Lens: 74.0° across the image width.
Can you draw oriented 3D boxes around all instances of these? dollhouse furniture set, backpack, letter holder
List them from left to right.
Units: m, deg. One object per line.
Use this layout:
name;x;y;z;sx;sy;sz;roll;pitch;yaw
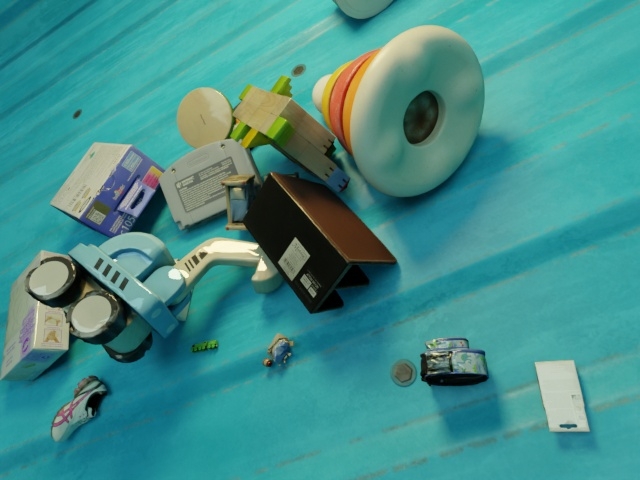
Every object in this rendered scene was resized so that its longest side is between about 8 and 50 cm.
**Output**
dollhouse furniture set;-0.151;-0.105;1.117;0.184;0.129;0.129;-2;107;3
letter holder;0.000;0.000;0.994;0.301;0.215;0.152;50;119;29
backpack;0.249;0.225;0.791;0.115;0.105;0.084;-7;65;21

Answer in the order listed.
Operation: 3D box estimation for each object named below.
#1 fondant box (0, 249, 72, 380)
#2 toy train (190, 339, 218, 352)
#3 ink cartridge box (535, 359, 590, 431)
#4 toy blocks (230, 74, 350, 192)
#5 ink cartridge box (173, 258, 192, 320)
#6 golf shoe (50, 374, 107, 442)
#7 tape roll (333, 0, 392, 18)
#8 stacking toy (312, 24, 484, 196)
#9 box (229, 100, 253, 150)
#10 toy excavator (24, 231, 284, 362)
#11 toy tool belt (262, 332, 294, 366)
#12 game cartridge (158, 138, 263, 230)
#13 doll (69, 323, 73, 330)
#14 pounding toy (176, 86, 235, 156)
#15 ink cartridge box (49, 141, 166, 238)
fondant box;-0.876;0.231;1.315;0.238;0.096;0.330;-36;56;26
toy train;-0.299;0.272;1.092;0.084;0.017;0.023;-15;52;20
ink cartridge box;0.416;0.268;0.734;0.063;0.029;0.114;-10;64;21
toy blocks;-0.061;-0.258;1.086;0.190;0.261;0.381;-53;35;4
ink cartridge box;-0.472;0.142;1.193;0.218;0.092;0.158;-5;65;25
golf shoe;-0.651;0.464;1.143;0.086;0.067;0.186;25;79;31
tape roll;0.114;-0.824;1.271;0.246;0.246;0.169;-35;57;8
stacking toy;0.111;-0.336;1.043;0.350;0.351;0.480;-49;40;-2
box;-0.257;-0.345;1.346;0.233;0.044;0.159;-42;56;3
toy excavator;-0.364;0.085;1.026;0.433;0.222;0.445;32;65;17
toy tool belt;-0.096;0.260;0.977;0.051;0.052;0.083;20;77;41
game cartridge;-0.320;-0.172;1.238;0.298;0.062;0.197;-21;86;16
doll;-0.767;0.193;1.342;0.129;0.046;0.188;-2;66;24
pounding toy;-0.330;-0.339;1.307;0.183;0.110;0.236;2;98;15
ink cartridge box;-0.665;-0.159;1.344;0.396;0.151;0.269;14;70;45
